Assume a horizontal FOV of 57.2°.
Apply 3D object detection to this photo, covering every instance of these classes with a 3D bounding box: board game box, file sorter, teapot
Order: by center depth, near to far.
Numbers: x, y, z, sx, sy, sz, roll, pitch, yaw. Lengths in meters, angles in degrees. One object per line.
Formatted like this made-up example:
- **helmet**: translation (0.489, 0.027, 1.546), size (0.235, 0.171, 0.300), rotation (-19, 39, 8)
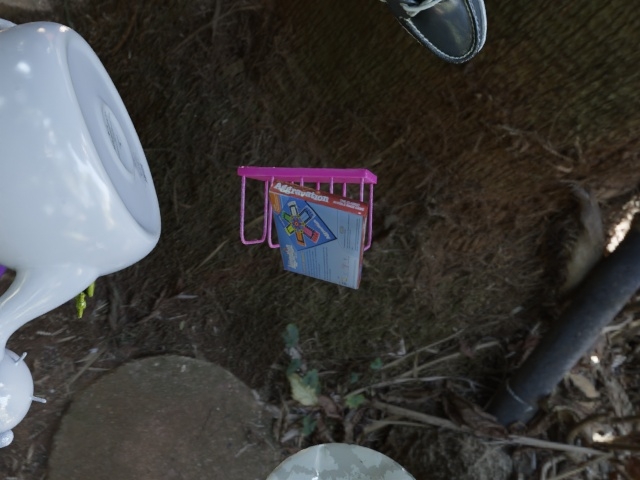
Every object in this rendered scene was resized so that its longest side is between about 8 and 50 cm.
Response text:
- **teapot**: translation (-0.279, -0.071, 0.550), size (0.187, 0.256, 0.252), rotation (-19, 120, -2)
- **board game box**: translation (0.000, 0.000, 0.961), size (0.145, 0.281, 0.027), rotation (14, 65, 8)
- **file sorter**: translation (-0.026, -0.072, 1.377), size (0.202, 0.291, 0.182), rotation (-12, 104, -78)

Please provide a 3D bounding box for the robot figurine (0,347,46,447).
- **robot figurine**: translation (-0.809, 0.355, 1.313), size (0.354, 0.199, 0.299), rotation (-15, 115, -3)

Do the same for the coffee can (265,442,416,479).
- **coffee can**: translation (0.008, 0.398, 0.675), size (0.202, 0.275, 0.201), rotation (6, 37, -5)

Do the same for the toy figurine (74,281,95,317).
- **toy figurine**: translation (-0.547, -0.045, 1.180), size (0.217, 0.191, 0.362), rotation (17, 48, -28)

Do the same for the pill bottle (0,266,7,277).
- **pill bottle**: translation (-0.496, 0.036, 0.710), size (0.182, 0.181, 0.323), rotation (32, 101, -25)

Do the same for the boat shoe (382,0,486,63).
- **boat shoe**: translation (0.107, -0.328, 0.710), size (0.302, 0.114, 0.091), rotation (45, 36, -25)
